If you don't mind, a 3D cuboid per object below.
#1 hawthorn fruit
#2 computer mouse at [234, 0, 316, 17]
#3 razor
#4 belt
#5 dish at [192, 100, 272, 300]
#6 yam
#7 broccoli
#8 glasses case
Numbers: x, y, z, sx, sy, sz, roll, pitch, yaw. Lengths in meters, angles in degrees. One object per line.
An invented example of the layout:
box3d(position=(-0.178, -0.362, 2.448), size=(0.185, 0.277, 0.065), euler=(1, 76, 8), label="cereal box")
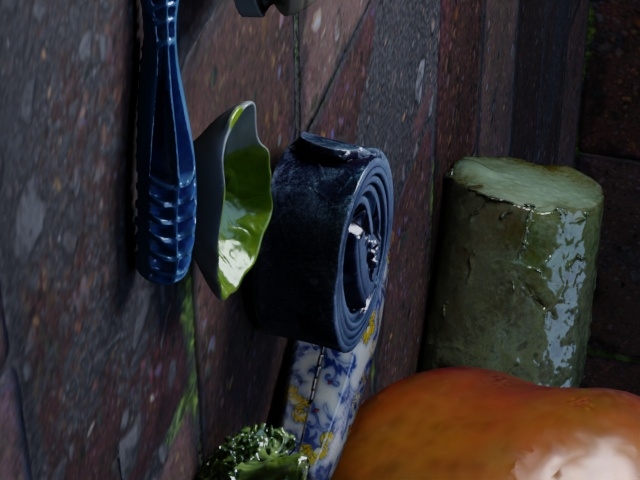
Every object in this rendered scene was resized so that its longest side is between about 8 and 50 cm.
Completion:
box3d(position=(0.158, 0.344, 1.688), size=(0.472, 0.472, 0.471), euler=(10, 90, -78), label="hawthorn fruit")
box3d(position=(-0.011, -0.247, 1.221), size=(0.145, 0.082, 0.236), euler=(86, 21, -51), label="computer mouse")
box3d(position=(-0.085, -0.088, 1.115), size=(0.082, 0.042, 0.253), euler=(-15, 126, -29), label="razor")
box3d(position=(0.000, 0.000, 1.473), size=(0.190, 0.082, 0.141), euler=(79, 27, -61), label="belt")
box3d(position=(-0.066, -0.032, 1.254), size=(0.091, 0.039, 0.137), euler=(-61, 157, -43), label="dish")
box3d(position=(0.220, 0.064, 2.273), size=(0.195, 0.195, 0.300), euler=(-38, 135, -72), label="yam")
box3d(position=(-0.043, 0.173, 1.408), size=(0.097, 0.092, 0.095), euler=(26, 53, -62), label="broccoli")
box3d(position=(0.012, 0.087, 1.632), size=(0.087, 0.065, 0.248), euler=(72, 30, -71), label="glasses case")
